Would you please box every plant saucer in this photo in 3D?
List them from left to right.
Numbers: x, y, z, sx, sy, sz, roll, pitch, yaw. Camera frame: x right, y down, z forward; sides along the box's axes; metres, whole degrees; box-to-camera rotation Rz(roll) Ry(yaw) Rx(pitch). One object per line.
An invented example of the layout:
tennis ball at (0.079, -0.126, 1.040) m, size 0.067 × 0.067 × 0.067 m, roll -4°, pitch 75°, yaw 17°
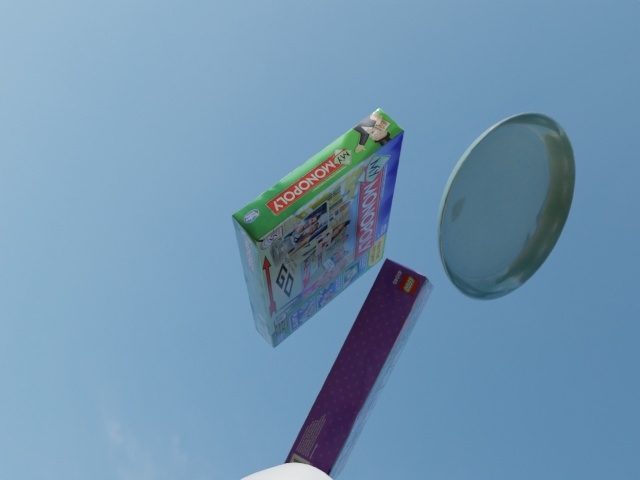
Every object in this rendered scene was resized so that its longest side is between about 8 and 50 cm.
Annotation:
plant saucer at (0.298, -0.056, 1.215) m, size 0.044 × 0.318 × 0.317 m, roll 28°, pitch -56°, yaw 48°

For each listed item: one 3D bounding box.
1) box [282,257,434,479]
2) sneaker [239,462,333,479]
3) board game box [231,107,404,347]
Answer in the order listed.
box at (0.053, 0.170, 0.945) m, size 0.057 × 0.201 × 0.293 m, roll 27°, pitch -90°, yaw 12°
sneaker at (-0.068, 0.197, 0.332) m, size 0.094 × 0.091 × 0.258 m, roll 47°, pitch -56°, yaw 20°
board game box at (0.000, 0.000, 0.932) m, size 0.046 × 0.213 × 0.317 m, roll 46°, pitch -19°, yaw 21°
